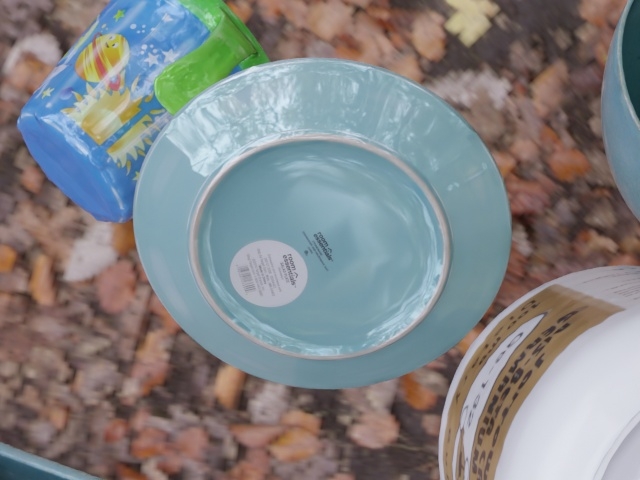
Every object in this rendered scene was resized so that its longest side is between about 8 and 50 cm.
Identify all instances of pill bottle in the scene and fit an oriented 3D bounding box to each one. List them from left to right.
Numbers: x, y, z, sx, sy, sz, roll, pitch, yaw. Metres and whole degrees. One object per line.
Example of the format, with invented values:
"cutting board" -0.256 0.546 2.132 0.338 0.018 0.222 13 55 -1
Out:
"pill bottle" 0.111 0.078 0.572 0.131 0.229 0.131 0 92 -3

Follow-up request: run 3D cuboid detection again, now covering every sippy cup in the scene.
"sippy cup" -0.197 -0.145 2.110 0.240 0.305 0.224 36 67 20

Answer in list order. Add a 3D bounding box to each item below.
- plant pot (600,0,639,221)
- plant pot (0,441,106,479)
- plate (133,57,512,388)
"plant pot" 0.360 -0.088 1.658 0.290 0.195 0.290 5 63 -10
"plant pot" -0.242 0.356 1.611 0.247 0.252 0.248 19 50 -2
"plate" 0.000 0.000 0.951 0.188 0.024 0.188 2 121 3
